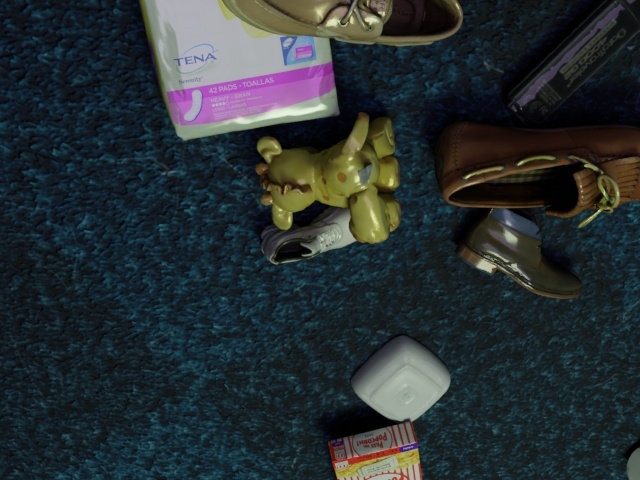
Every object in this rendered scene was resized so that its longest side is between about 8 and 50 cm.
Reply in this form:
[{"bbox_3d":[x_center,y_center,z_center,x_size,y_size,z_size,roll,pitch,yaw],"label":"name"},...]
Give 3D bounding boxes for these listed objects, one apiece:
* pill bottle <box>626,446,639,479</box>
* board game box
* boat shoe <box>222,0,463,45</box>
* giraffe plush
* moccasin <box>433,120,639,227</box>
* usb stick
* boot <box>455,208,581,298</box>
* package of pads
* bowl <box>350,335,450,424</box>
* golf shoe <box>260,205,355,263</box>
[{"bbox_3d":[0.669,0.457,1.445,0.193,0.108,0.108,31,109,-20],"label":"pill bottle"},{"bbox_3d":[0.101,0.400,1.353,0.147,0.045,0.193,-14,135,0],"label":"board game box"},{"bbox_3d":[0.036,-0.291,0.897,0.341,0.110,0.121,-8,110,-44],"label":"boat shoe"},{"bbox_3d":[0.005,-0.083,1.070,0.170,0.210,0.181,-3,87,20],"label":"giraffe plush"},{"bbox_3d":[0.353,-0.088,1.093,0.380,0.147,0.139,5,145,-10],"label":"moccasin"},{"bbox_3d":[0.376,-0.274,1.078,0.077,0.045,0.278,36,107,-30],"label":"usb stick"},{"bbox_3d":[0.329,0.015,1.196,0.219,0.082,0.106,19,115,-13],"label":"boot"},{"bbox_3d":[-0.110,-0.288,0.980,0.229,0.101,0.296,-10,117,-4],"label":"package of pads"},{"bbox_3d":[0.141,0.245,1.305,0.142,0.053,0.142,39,105,-23],"label":"bowl"},{"bbox_3d":[0.000,0.000,1.146,0.176,0.086,0.069,-17,115,0],"label":"golf shoe"}]
